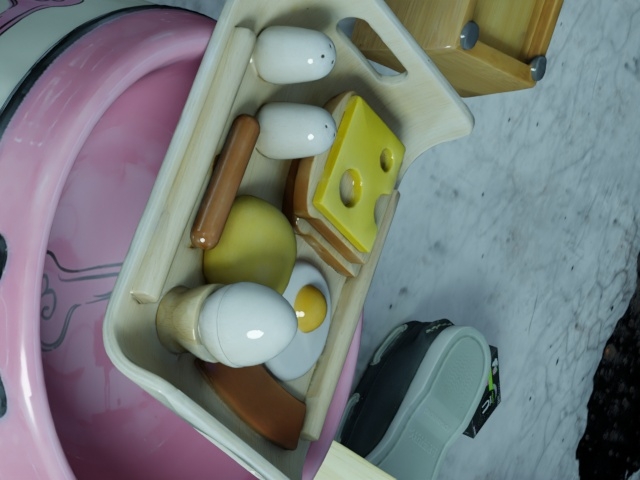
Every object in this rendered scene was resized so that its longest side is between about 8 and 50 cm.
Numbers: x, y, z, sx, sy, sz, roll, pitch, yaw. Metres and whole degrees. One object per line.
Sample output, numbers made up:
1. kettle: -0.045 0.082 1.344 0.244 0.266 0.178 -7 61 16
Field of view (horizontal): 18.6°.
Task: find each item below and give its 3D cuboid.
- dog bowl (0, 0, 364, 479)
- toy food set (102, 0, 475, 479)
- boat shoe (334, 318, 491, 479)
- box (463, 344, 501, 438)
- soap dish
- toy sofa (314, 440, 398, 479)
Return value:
1. dog bowl: -0.122 0.035 1.232 0.408 0.150 0.407 -5 96 -55
2. toy food set: 0.000 0.000 1.193 0.220 0.092 0.306 45 58 -47
3. boat shoe: 0.053 0.205 1.823 0.302 0.091 0.114 -54 128 -24
4. box: 0.148 0.148 1.996 0.062 0.052 0.083 -49 147 -34
5. soap dish: 0.140 -0.270 1.642 0.229 0.118 0.290 14 94 -62
6. toy sofa: -0.013 0.278 1.538 0.177 0.150 0.362 -55 166 -14
